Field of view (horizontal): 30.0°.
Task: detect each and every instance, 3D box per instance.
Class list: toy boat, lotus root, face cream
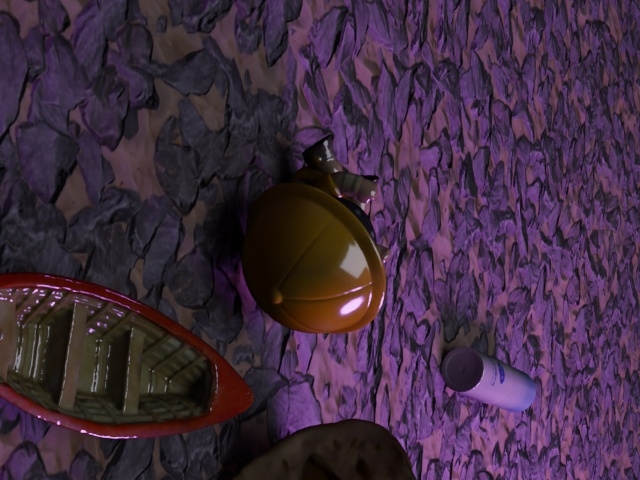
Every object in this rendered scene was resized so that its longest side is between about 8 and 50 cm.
[{"bbox_3d":[-0.200,0.120,1.130,0.392,0.079,0.136,28,64,-57],"label":"toy boat"},{"bbox_3d":[0.015,0.368,1.382,0.250,0.316,0.316,51,45,-74],"label":"lotus root"},{"bbox_3d":[0.284,0.235,1.994,0.250,0.077,0.077,27,67,-58],"label":"face cream"}]

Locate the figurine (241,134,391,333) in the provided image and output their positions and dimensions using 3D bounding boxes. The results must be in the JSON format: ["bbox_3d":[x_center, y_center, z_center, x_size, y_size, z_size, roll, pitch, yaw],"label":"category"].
[{"bbox_3d":[-0.005,0.002,1.397,0.192,0.167,0.256,62,16,-21],"label":"figurine"}]
